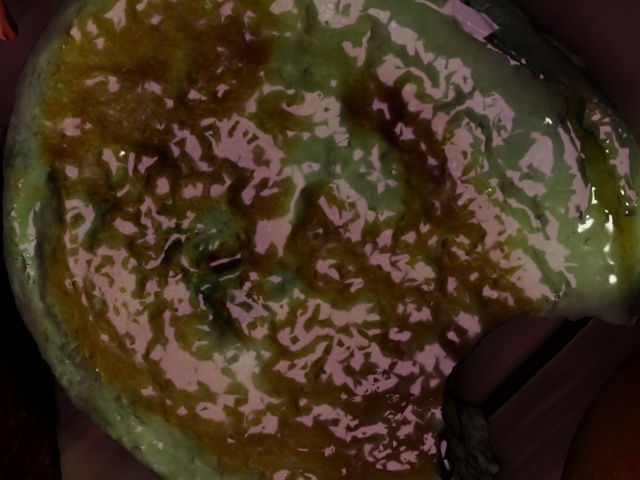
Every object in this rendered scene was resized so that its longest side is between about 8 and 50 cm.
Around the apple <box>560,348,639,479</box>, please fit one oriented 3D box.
[{"bbox_3d":[0.187,0.111,0.685,0.181,0.168,0.181,3,103,13],"label":"apple"}]

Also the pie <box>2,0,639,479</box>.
[{"bbox_3d":[-0.007,-0.004,0.765,0.303,0.067,0.302,4,108,14],"label":"pie"}]

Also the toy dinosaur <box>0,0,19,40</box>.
[{"bbox_3d":[-0.155,-0.145,0.798,0.280,0.055,0.101,6,106,4],"label":"toy dinosaur"}]

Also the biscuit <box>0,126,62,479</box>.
[{"bbox_3d":[-0.186,0.062,0.838,0.070,0.106,0.252,0,105,19],"label":"biscuit"}]
